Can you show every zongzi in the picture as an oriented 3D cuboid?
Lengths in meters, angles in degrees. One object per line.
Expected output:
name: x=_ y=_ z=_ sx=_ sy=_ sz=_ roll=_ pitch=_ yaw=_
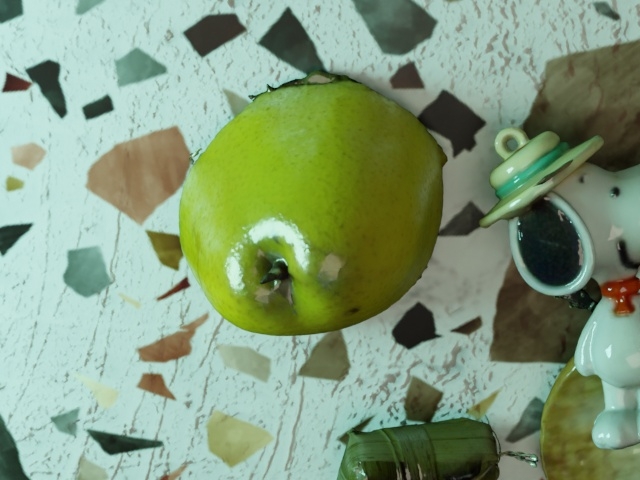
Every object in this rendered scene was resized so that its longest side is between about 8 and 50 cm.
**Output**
zongzi: x=0.104 y=0.254 z=1.485 sx=0.189 sy=0.081 sz=0.178 roll=-4 pitch=134 yaw=-14

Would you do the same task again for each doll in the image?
doll: x=0.237 y=0.043 z=1.317 sx=0.208 sy=0.144 sz=0.271 roll=9 pitch=95 yaw=10

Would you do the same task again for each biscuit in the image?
biscuit: x=0.327 y=0.217 z=1.466 sx=0.205 sy=0.040 sz=0.309 roll=-31 pitch=110 yaw=21

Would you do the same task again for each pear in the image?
pear: x=-0.001 y=0.002 z=1.319 sx=0.267 sy=0.178 sz=0.267 roll=-2 pitch=114 yaw=-4

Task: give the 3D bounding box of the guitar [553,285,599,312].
guitar: x=0.324 y=0.091 z=1.438 sx=0.233 sy=0.025 sz=0.088 roll=25 pitch=110 yaw=-10
